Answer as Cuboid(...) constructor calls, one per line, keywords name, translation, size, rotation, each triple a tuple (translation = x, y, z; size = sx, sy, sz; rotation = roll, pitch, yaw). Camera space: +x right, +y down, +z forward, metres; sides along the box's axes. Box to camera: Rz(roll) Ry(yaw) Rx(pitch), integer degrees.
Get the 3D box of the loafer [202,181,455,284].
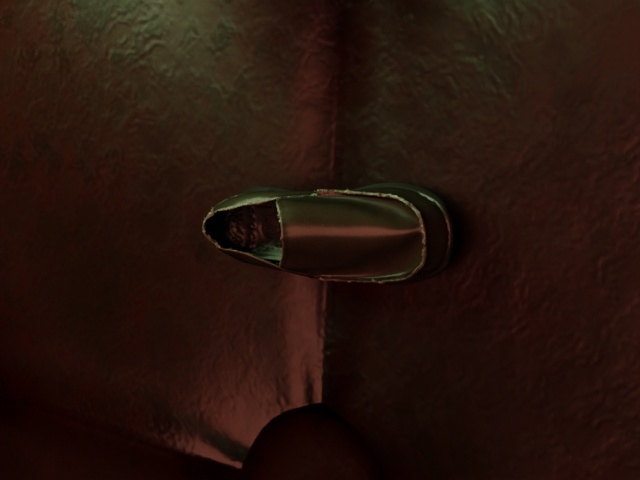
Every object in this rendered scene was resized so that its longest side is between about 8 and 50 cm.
Cuboid(name="loafer", translation=(0.000, 0.000, 1.106), size=(0.220, 0.078, 0.080), rotation=(0, 99, 36))
